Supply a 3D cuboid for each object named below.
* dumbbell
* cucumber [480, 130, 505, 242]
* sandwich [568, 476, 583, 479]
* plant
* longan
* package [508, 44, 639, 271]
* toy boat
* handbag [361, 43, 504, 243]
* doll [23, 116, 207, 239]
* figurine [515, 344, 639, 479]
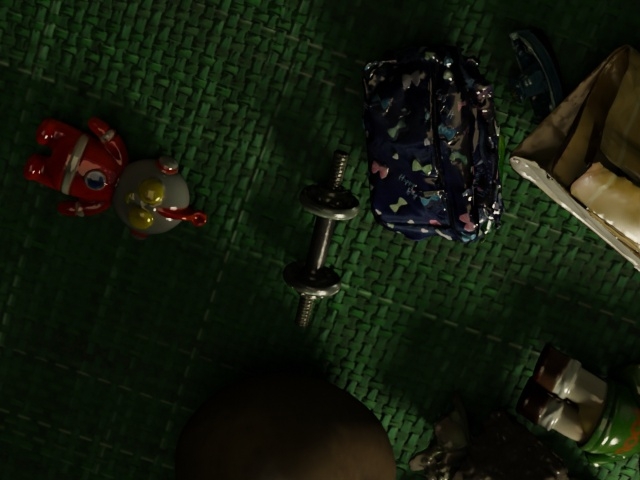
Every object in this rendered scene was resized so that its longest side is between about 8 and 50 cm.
[{"bbox_3d":[0.000,0.000,1.775,0.082,0.081,0.254,14,114,0],"label":"dumbbell"},{"bbox_3d":[0.215,-0.072,1.749,0.037,0.037,0.155,4,111,4],"label":"cucumber"},{"bbox_3d":[0.317,0.490,1.939,0.271,0.099,0.301,-24,105,9],"label":"sandwich"},{"bbox_3d":[0.226,0.300,1.831,0.203,0.131,0.142,38,75,23],"label":"plant"},{"bbox_3d":[-0.048,0.316,1.810,0.297,0.297,0.297,2,112,5],"label":"longan"},{"bbox_3d":[0.415,-0.049,1.643,0.311,0.165,0.221,37,112,-22],"label":"package"},{"bbox_3d":[0.262,-0.197,1.677,0.061,0.060,0.137,-25,117,-14],"label":"toy boat"},{"bbox_3d":[0.142,-0.118,1.684,0.162,0.113,0.260,9,118,35],"label":"handbag"},{"bbox_3d":[-0.262,-0.073,1.774,0.245,0.076,0.142,26,113,-1],"label":"doll"},{"bbox_3d":[0.446,0.258,1.798,0.370,0.167,0.281,25,108,4],"label":"figurine"}]
